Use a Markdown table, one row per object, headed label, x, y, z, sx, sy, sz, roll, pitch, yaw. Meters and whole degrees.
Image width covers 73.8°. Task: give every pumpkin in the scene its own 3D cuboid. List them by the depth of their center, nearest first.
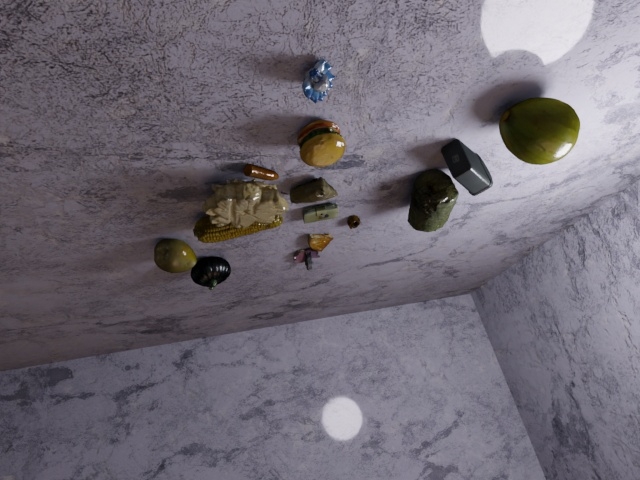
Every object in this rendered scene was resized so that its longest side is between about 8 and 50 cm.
| label | x | y | z | sx | sy | sz | roll | pitch | yaw |
| --- | --- | --- | --- | --- | --- | --- | --- | --- | --- |
| pumpkin | -0.525 | 0.148 | 2.050 | 0.194 | 0.150 | 0.194 | -34 | -176 | 3 |

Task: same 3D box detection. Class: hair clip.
| label | x | y | z | sx | sy | sz | roll | pitch | yaw |
| --- | --- | --- | --- | --- | --- | --- | --- | --- | --- |
| hair clip | -0.072 | 0.092 | 2.286 | 0.146 | 0.056 | 0.187 | -16 | 144 | -4 |

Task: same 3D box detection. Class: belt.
| label | x | y | z | sx | sy | sz | roll | pitch | yaw |
| --- | --- | --- | --- | --- | --- | --- | --- | --- | --- |
| belt | 0.160 | -0.090 | 2.043 | 0.059 | 0.036 | 0.083 | -18 | 156 | -8 |

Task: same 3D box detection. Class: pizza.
| label | x | y | z | sx | sy | sz | roll | pitch | yaw |
| --- | --- | --- | --- | --- | --- | --- | --- | --- | --- |
| pizza | 0.000 | 0.000 | 2.128 | 0.131 | 0.041 | 0.178 | -30 | 148 | 16 |

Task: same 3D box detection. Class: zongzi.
| label | x | y | z | sx | sy | sz | roll | pitch | yaw |
| --- | --- | --- | --- | --- | --- | --- | --- | --- | --- |
| zongzi | -0.037 | -0.178 | 1.714 | 0.189 | 0.081 | 0.178 | -17 | 166 | 19 |

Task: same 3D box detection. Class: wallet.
| label | x | y | z | sx | sy | sz | roll | pitch | yaw |
| --- | --- | --- | --- | --- | --- | --- | --- | --- | --- |
| wallet | -0.001 | -0.122 | 1.882 | 0.155 | 0.039 | 0.110 | -11 | 158 | -6 |

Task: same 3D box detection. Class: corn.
| label | x | y | z | sx | sy | sz | roll | pitch | yaw |
| --- | --- | --- | --- | --- | --- | --- | --- | --- | --- |
| corn | -0.330 | -0.069 | 1.719 | 0.363 | 0.120 | 0.120 | -11 | 155 | -8 |

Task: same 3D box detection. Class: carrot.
| label | x | y | z | sx | sy | sz | roll | pitch | yaw |
| --- | --- | --- | --- | --- | --- | --- | --- | --- | --- |
| carrot | -0.202 | -0.238 | 1.518 | 0.139 | 0.048 | 0.048 | 7 | 148 | -42 |

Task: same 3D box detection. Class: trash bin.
| label | x | y | z | sx | sy | sz | roll | pitch | yaw |
| --- | --- | --- | --- | --- | --- | --- | --- | --- | --- |
| trash bin | 0.590 | -0.286 | 1.705 | 0.101 | 0.176 | 0.236 | -31 | 147 | 32 |

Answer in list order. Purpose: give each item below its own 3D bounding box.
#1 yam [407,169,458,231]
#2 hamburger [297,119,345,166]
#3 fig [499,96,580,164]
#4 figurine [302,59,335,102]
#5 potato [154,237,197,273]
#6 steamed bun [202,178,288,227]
| label | x | y | z | sx | sy | sz | roll | pitch | yaw |
| --- | --- | --- | --- | --- | --- | --- | --- | --- | --- |
| yam | 0.494 | -0.168 | 1.884 | 0.195 | 0.195 | 0.300 | -14 | 156 | -1 |
| hamburger | 0.001 | -0.314 | 1.387 | 0.162 | 0.115 | 0.162 | -14 | 155 | -7 |
| fig | 0.758 | -0.393 | 1.505 | 0.271 | 0.239 | 0.239 | 13 | 146 | -21 |
| figurine | -0.003 | -0.432 | 1.180 | 0.114 | 0.079 | 0.114 | -29 | 130 | -40 |
| potato | -0.618 | 0.068 | 1.840 | 0.157 | 0.157 | 0.194 | -22 | 167 | 16 |
| steamed bun | -0.264 | -0.148 | 1.546 | 0.295 | 0.137 | 0.292 | -24 | 154 | 34 |
